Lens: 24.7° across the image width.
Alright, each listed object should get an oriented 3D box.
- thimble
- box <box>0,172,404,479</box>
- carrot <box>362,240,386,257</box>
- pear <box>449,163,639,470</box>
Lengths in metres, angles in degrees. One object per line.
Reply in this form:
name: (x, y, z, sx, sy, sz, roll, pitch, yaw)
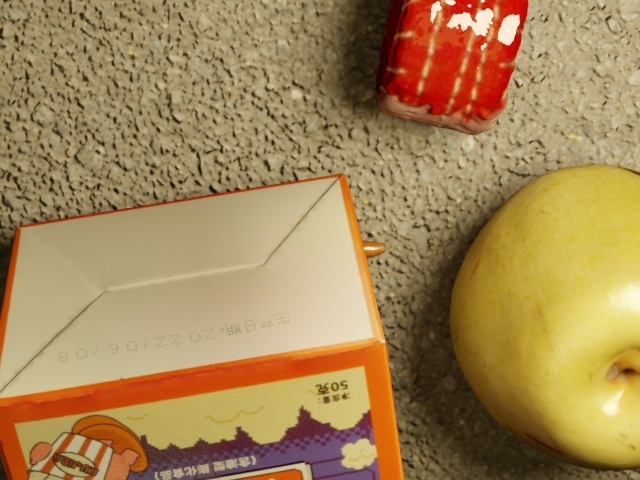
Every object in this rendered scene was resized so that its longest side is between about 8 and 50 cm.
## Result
thimble: (0.128, -0.202, 1.424, 0.125, 0.163, 0.190, 10, 104, -4)
box: (-0.111, 0.139, 1.403, 0.348, 0.318, 0.257, -10, 122, -2)
carrot: (0.000, 0.000, 1.538, 0.142, 0.035, 0.035, 13, 104, -13)
pear: (0.281, 0.080, 1.444, 0.309, 0.309, 0.309, -1, 105, -3)
